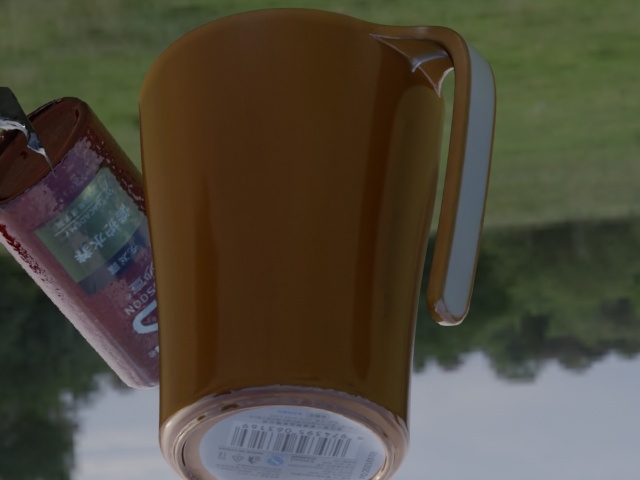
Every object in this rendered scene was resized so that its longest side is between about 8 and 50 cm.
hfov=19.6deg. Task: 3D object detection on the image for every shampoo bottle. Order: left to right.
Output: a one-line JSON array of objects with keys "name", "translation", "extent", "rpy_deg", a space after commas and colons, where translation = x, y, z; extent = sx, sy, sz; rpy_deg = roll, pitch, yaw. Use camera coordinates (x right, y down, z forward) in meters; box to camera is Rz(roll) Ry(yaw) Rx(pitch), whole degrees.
[{"name": "shampoo bottle", "translation": [-0.152, 0.028, 1.460], "extent": [0.076, 0.118, 0.314], "rpy_deg": [24, 157, 43]}]

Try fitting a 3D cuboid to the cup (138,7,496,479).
[{"name": "cup", "translation": [0.000, 0.000, 1.028], "extent": [0.226, 0.264, 0.182], "rpy_deg": [-26, 136, 31]}]

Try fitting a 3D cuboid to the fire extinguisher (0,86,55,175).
[{"name": "fire extinguisher", "translation": [-0.280, -0.077, 0.963], "extent": [0.294, 0.118, 0.093], "rpy_deg": [2, 153, 1]}]
